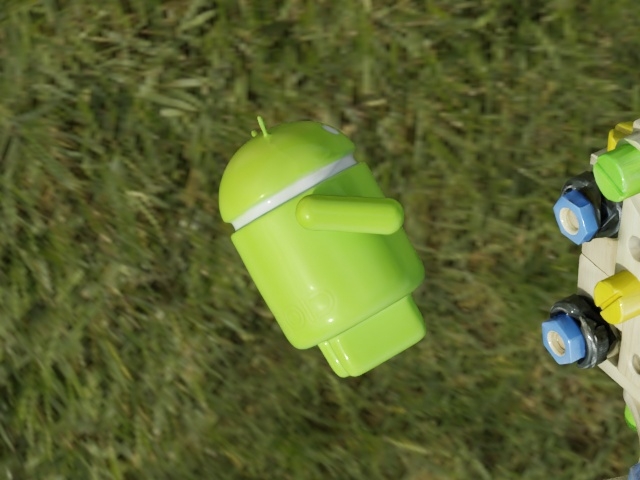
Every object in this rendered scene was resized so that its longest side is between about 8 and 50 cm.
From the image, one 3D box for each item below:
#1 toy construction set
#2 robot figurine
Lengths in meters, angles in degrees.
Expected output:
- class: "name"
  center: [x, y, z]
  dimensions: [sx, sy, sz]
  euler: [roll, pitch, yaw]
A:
- class: "toy construction set"
  center: [0.224, 0.051, 1.080]
  dimensions: [0.151, 0.215, 0.328]
  euler: [-11, 128, -34]
- class: "robot figurine"
  center: [0.000, 0.000, 0.771]
  dimensions: [0.067, 0.101, 0.115]
  euler: [-29, 90, -10]
